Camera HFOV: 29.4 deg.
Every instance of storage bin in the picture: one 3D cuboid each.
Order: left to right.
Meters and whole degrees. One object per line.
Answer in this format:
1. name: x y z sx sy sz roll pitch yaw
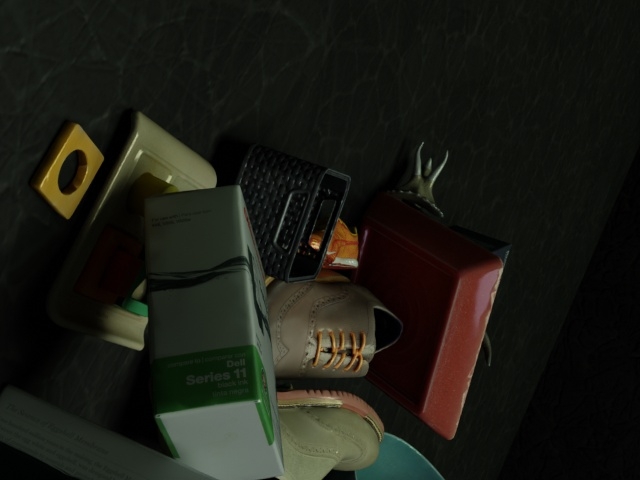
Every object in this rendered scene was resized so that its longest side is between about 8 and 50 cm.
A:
1. storage bin: -0.037 -0.027 1.281 0.180 0.084 0.122 3 106 -79

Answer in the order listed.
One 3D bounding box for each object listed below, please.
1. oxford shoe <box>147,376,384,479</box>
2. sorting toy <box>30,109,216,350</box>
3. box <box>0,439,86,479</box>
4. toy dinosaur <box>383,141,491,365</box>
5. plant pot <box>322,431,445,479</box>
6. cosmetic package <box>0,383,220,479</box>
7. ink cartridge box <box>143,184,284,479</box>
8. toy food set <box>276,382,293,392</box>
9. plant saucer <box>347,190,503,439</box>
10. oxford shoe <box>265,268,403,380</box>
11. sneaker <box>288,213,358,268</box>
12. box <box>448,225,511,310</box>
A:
1. oxford shoe: -0.050 0.238 1.351 0.397 0.140 0.147 22 55 -53
2. sorting toy: -0.156 0.000 1.104 0.196 0.047 0.347 -68 159 -5
3. box: -0.294 0.298 0.686 0.212 0.293 0.395 -28 135 -60
4. toy dinosaur: 0.146 0.034 1.687 0.121 0.313 0.160 -7 145 -20
5. plant pot: 0.081 0.468 1.877 0.195 0.290 0.290 -39 171 23
6. cosmetic package: -0.207 0.272 0.975 0.225 0.224 0.138 -58 156 -27
7. ink cartridge box: -0.089 0.079 1.020 0.153 0.086 0.208 79 2 -57
8. toy food set: -0.074 0.183 1.449 0.082 0.083 0.020 61 18 -74
9. plant saucer: 0.110 0.096 1.627 0.047 0.259 0.258 0 112 -37
10. oxford shoe: -0.005 0.106 1.456 0.363 0.132 0.130 -18 126 -64
11. sneaker: 0.000 0.000 1.502 0.175 0.064 0.067 10 77 -73
12. box: 0.224 0.069 2.034 0.207 0.108 0.153 -18 124 -64
